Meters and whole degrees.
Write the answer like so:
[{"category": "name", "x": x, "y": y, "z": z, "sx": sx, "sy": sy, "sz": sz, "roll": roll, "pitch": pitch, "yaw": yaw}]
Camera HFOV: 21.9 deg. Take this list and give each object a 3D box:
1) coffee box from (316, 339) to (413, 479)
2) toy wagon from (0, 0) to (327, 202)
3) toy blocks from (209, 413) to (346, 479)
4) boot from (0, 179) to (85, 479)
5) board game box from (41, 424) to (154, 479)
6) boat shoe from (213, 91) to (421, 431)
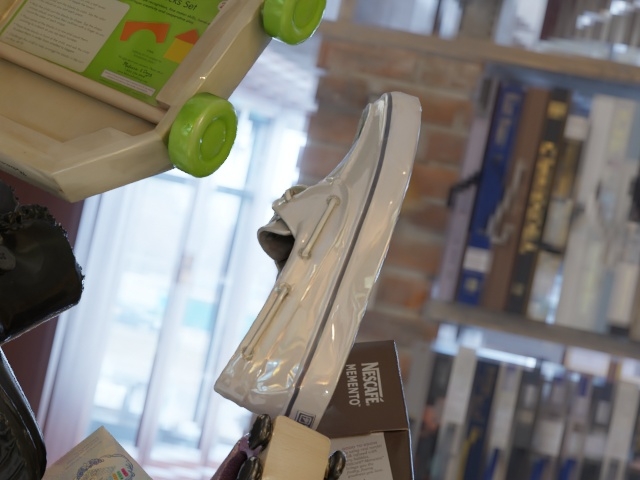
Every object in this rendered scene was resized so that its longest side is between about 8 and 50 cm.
[{"category": "coffee box", "x": 0.031, "y": 0.229, "z": 1.419, "sx": 0.098, "sy": 0.246, "sz": 0.141, "roll": -6, "pitch": 29, "yaw": 0}, {"category": "toy wagon", "x": -0.124, "y": -0.189, "z": 1.190, "sx": 0.267, "sy": 0.344, "sz": 0.068, "roll": 24, "pitch": -21, "yaw": 26}, {"category": "toy blocks", "x": -0.001, "y": 0.325, "z": 1.078, "sx": 0.309, "sy": 0.288, "sz": 0.260, "roll": 30, "pitch": -37, "yaw": -19}, {"category": "boot", "x": -0.246, "y": 0.070, "z": 1.289, "sx": 0.246, "sy": 0.094, "sz": 0.207, "roll": 50, "pitch": 35, "yaw": 8}, {"category": "board game box", "x": -0.174, "y": 0.198, "z": 1.258, "sx": 0.090, "sy": 0.090, "sz": 0.020, "roll": 40, "pitch": -20, "yaw": 36}, {"category": "boat shoe", "x": 0.000, "y": 0.000, "z": 1.114, "sx": 0.084, "sy": 0.258, "sz": 0.095, "roll": 21, "pitch": -29, "yaw": -3}]
